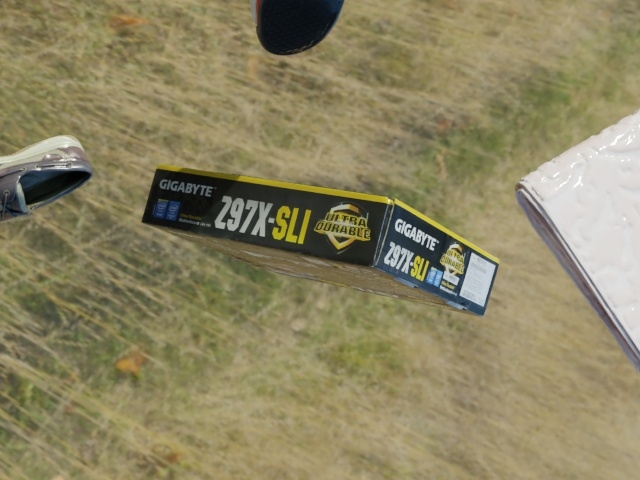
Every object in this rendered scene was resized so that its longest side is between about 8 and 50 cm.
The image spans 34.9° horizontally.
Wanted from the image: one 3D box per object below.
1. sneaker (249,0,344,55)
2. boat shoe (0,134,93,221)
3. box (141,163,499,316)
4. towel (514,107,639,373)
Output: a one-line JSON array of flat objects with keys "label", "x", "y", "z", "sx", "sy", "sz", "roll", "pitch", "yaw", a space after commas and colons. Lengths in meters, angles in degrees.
[{"label": "sneaker", "x": -0.037, "y": -0.307, "z": 0.929, "sx": 0.090, "sy": 0.145, "sz": 0.270, "roll": -15, "pitch": 148, "yaw": -9}, {"label": "boat shoe", "x": -0.522, "y": -0.085, "z": 1.727, "sx": 0.285, "sy": 0.092, "sz": 0.102, "roll": -27, "pitch": 140, "yaw": -21}, {"label": "box", "x": 0.000, "y": 0.000, "z": 1.147, "sx": 0.257, "sy": 0.322, "sz": 0.079, "roll": 22, "pitch": 81, "yaw": -54}, {"label": "towel", "x": 0.441, "y": -0.011, "z": 1.219, "sx": 0.332, "sy": 0.317, "sz": 0.053, "roll": -30, "pitch": 174, "yaw": -20}]
